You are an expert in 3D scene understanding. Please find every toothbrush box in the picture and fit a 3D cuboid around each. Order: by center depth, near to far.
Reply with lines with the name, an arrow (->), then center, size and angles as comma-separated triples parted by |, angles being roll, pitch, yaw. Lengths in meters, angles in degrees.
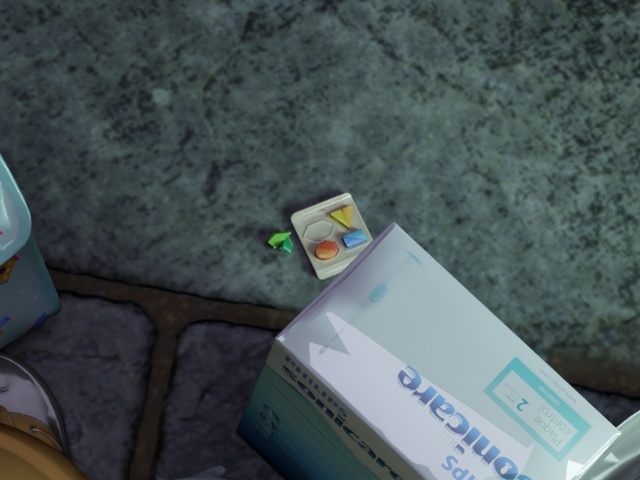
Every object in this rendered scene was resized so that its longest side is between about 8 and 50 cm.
toothbrush box -> 0.066, 0.141, 1.401 | 0.216, 0.295, 0.126 | 43, 72, 8

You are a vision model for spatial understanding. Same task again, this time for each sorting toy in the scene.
sorting toy -> 0.000, 0.000, 1.587 | 0.083, 0.012, 0.062 | -22, 76, -14

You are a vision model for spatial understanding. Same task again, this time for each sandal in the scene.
sandal -> -0.235, 0.182, 1.471 | 0.090, 0.060, 0.219 | -11, 69, -11

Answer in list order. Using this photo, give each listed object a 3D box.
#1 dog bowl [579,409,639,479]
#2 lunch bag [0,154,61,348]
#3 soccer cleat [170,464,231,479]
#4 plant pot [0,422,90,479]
dog bowl -> 0.334, 0.288, 1.490 | 0.348, 0.102, 0.349 | 2, 72, -7
lunch bag -> -0.329, 0.007, 1.401 | 0.223, 0.262, 0.160 | -32, 63, -17
soccer cleat -> 0.017, 0.258, 1.411 | 0.331, 0.143, 0.116 | 26, 114, 18
plant pot -> -0.282, 0.265, 1.333 | 0.290, 0.203, 0.291 | 0, 82, 0
